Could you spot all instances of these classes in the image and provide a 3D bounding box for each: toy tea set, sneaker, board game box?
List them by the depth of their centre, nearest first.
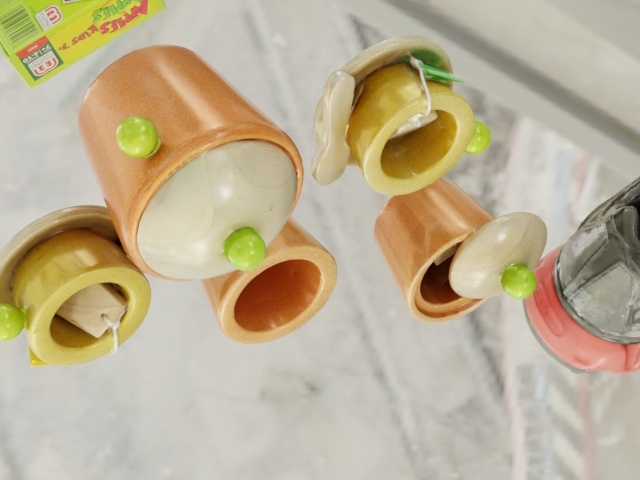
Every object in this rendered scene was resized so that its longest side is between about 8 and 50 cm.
[{"bbox_3d":[0.000,0.000,1.030,0.124,0.336,0.200,54,136,36],"label":"toy tea set"},{"bbox_3d":[-0.174,-0.186,1.138,0.092,0.043,0.181,-31,67,-2],"label":"board game box"},{"bbox_3d":[0.259,-0.003,1.180,0.097,0.276,0.135,65,154,23],"label":"sneaker"}]
